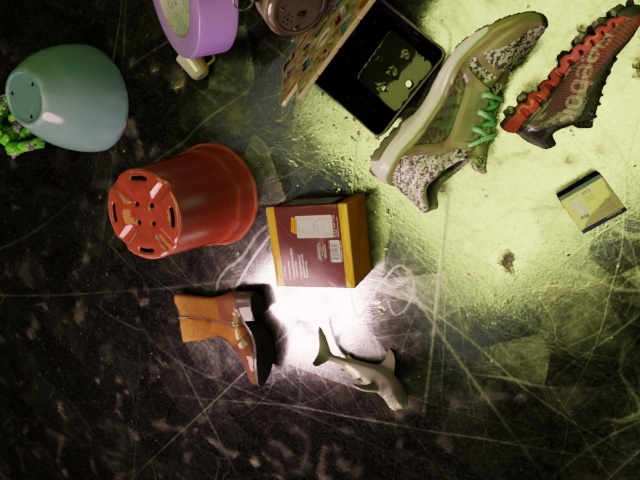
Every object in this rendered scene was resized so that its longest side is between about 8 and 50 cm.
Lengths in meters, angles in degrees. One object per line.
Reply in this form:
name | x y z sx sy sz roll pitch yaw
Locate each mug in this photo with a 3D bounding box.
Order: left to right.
mug | -0.298 -0.428 1.133 0.078 0.062 0.064 -27 100 36

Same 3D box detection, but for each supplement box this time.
supplement box | 0.000 0.000 1.082 0.194 0.129 0.191 -1 104 23
supplement box | 0.507 -0.072 0.885 0.083 0.056 0.083 -35 89 27

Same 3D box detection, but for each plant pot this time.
plant pot | -0.690 -0.374 1.239 0.290 0.195 0.290 6 106 22
plant pot | -0.331 -0.088 1.124 0.272 0.265 0.272 6 106 21
plant pot | 0.126 -0.334 0.916 0.188 0.167 0.187 43 116 8

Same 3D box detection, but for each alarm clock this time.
alarm clock | -0.063 -0.423 0.827 0.064 0.192 0.129 64 153 23

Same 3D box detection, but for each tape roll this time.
tape roll | -0.277 -0.536 0.997 0.275 0.090 0.275 42 144 40

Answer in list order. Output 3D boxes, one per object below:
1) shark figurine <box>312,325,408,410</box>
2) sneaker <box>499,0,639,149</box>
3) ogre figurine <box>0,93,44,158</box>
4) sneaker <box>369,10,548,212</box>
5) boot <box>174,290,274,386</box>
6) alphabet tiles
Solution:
shark figurine | 0.121 0.307 1.152 0.278 0.166 0.116 24 87 34
sneaker | 0.458 -0.275 0.829 0.135 0.097 0.276 44 118 7
ogre figurine | -0.917 -0.332 1.410 0.118 0.097 0.197 -37 104 9
sneaker | 0.276 -0.210 0.868 0.182 0.158 0.410 56 130 22
boot | -0.278 0.271 1.296 0.280 0.096 0.264 -8 101 26
alphabet tiles | 0.022 -0.424 0.888 0.011 0.285 0.342 25 128 -26
